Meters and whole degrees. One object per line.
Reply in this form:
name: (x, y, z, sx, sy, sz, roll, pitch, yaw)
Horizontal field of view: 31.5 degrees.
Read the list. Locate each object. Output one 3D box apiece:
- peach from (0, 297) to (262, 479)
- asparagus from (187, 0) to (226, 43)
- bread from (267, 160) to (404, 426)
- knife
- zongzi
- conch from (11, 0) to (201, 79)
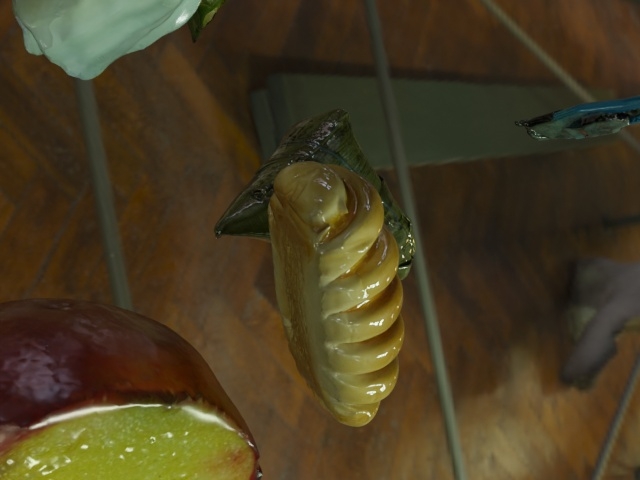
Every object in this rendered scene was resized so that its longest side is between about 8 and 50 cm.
peach: (-0.275, 0.223, 1.191, 0.406, 0.310, 0.335, 4, 108, -42)
asparagus: (-0.139, -0.316, 1.132, 0.287, 0.080, 0.080, 68, 30, -47)
bread: (0.024, 0.053, 1.260, 0.121, 0.173, 0.311, -18, 128, -18)
knife: (0.320, -0.132, 1.105, 0.044, 0.296, 0.026, 42, 56, -32)
zongzi: (0.000, 0.000, 1.452, 0.251, 0.125, 0.274, 54, 43, -17)
conch: (-0.039, -0.236, 0.484, 0.319, 0.303, 0.215, -37, 101, -11)
